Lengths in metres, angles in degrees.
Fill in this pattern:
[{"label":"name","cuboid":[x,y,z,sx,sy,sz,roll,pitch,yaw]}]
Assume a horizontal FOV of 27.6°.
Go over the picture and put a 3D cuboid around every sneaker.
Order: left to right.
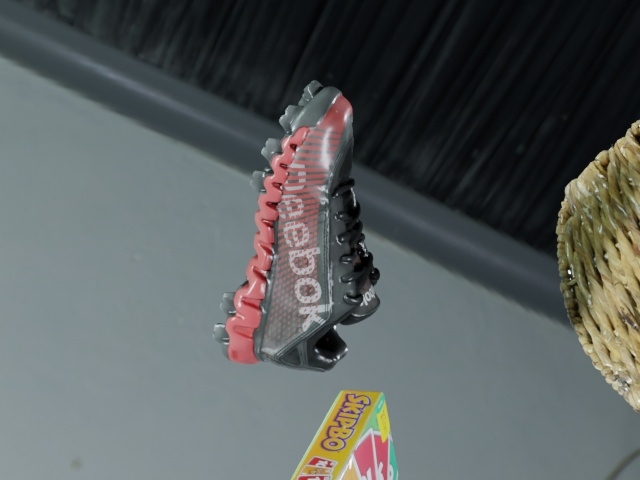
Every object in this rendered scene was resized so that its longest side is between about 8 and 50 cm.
[{"label":"sneaker","cuboid":[0.000,0.000,1.140,0.135,0.276,0.097,20,24,13]}]

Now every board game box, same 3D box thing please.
[{"label":"board game box","cuboid":[0.027,0.231,0.775,0.039,0.259,0.124,2,28,20]}]

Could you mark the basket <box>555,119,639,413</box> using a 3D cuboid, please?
[{"label":"basket","cuboid":[0.375,0.051,1.218,0.223,0.213,0.299,24,36,-30]}]
